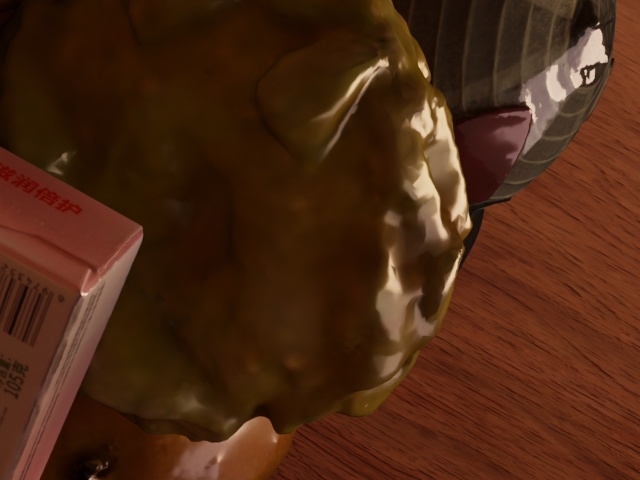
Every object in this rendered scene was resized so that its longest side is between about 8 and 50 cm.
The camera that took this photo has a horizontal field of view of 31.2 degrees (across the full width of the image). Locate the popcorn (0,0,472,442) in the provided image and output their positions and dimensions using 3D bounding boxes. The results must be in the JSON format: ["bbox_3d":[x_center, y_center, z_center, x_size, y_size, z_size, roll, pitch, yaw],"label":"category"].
[{"bbox_3d":[-0.036,-0.021,0.431,0.197,0.198,0.155,-61,177,11],"label":"popcorn"}]

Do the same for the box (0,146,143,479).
[{"bbox_3d":[-0.119,0.030,0.357,0.125,0.089,0.043,-60,178,31],"label":"box"}]

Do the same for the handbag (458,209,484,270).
[{"bbox_3d":[0.001,0.001,0.882,0.308,0.254,0.093,-58,135,-34],"label":"handbag"}]

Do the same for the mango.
[{"bbox_3d":[-0.092,0.076,0.613,0.136,0.166,0.236,-56,178,19],"label":"mango"}]

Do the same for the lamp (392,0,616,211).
[{"bbox_3d":[0.076,-0.131,0.733,0.265,0.233,0.233,-40,166,-36],"label":"lamp"}]
